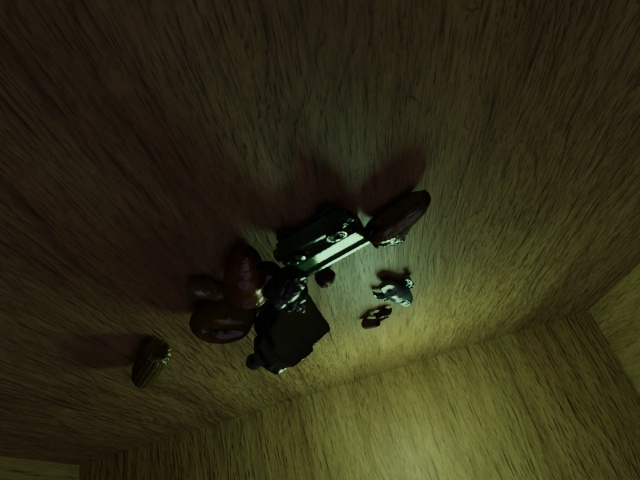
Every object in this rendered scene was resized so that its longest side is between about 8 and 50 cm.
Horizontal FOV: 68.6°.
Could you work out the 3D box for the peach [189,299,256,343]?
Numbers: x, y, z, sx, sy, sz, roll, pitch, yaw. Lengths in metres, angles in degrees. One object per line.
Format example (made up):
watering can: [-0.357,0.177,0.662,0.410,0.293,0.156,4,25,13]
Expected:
peach: [-0.372,0.302,1.793,0.252,0.153,0.251,-19,150,-12]

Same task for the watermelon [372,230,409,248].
watermelon: [0.277,-0.020,1.676,0.187,0.070,0.139,-35,150,27]

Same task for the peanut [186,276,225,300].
peanut: [-0.387,0.171,1.639,0.080,0.080,0.175,-33,150,25]

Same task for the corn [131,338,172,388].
corn: [-0.729,0.529,1.999,0.131,0.131,0.344,4,144,-33]

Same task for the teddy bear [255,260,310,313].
teddy bear: [-0.128,0.147,1.480,0.144,0.171,0.251,-59,165,-14]

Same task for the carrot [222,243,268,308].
carrot: [-0.242,0.097,1.540,0.159,0.159,0.224,-7,138,-18]

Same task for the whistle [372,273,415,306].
whistle: [0.344,0.234,2.113,0.186,0.093,0.274,-30,145,21]

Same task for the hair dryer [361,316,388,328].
hair dryer: [0.294,0.411,2.413,0.154,0.053,0.106,-16,179,-42]

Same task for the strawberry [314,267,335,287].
strawberry: [0.020,0.140,1.801,0.083,0.083,0.096,-42,171,36]

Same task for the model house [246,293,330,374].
model house: [-0.167,0.393,1.905,0.299,0.243,0.284,-28,170,-45]

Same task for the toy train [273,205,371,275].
toy train: [0.000,0.000,1.513,0.301,0.120,0.202,-30,151,21]

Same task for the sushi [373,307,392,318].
sushi: [0.315,0.362,2.351,0.100,0.047,0.050,-13,165,-2]

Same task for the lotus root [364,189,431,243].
lotus root: [0.252,-0.069,1.532,0.259,0.110,0.097,-35,144,29]
